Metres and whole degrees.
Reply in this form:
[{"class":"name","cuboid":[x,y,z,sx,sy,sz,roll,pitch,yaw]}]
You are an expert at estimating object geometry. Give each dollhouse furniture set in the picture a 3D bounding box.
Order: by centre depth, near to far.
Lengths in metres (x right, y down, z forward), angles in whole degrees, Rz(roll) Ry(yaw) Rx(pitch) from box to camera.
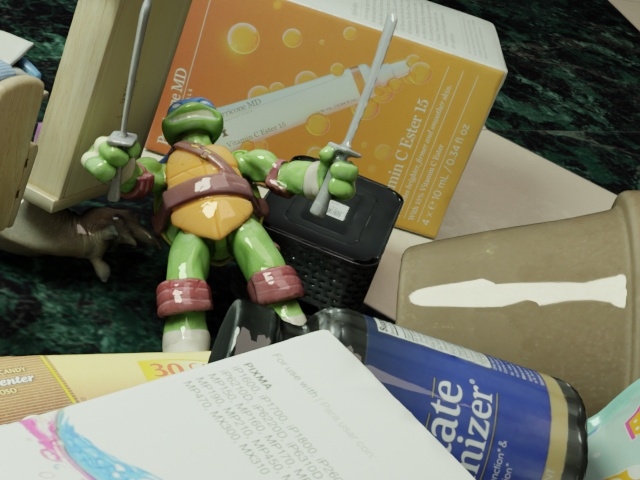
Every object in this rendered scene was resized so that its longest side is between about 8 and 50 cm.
[{"class":"dollhouse furniture set","cuboid":[-0.303,-0.176,0.892,0.303,0.198,0.286,26,21,13]}]

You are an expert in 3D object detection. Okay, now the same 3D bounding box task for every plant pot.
[{"class":"plant pot","cuboid":[0.175,0.085,0.884,0.229,0.263,0.263,4,27,6]}]

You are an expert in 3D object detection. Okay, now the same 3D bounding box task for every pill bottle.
[{"class":"pill bottle","cuboid":[0.038,0.112,0.665,0.219,0.123,0.123,18,28,-10]}]

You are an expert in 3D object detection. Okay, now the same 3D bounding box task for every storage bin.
[{"class":"storage bin","cuboid":[0.000,0.000,1.059,0.122,0.084,0.180,22,27,3]}]

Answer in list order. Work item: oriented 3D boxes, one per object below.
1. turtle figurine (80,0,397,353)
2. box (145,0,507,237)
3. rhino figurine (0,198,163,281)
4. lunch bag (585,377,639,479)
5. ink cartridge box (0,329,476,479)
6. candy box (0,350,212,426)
[{"class":"turtle figurine","cuboid":[-0.073,-0.031,0.853,0.197,0.274,0.266,10,60,-44]},{"class":"box","cuboid":[0.004,-0.176,1.232,0.345,0.215,0.168,17,28,-5]},{"class":"rhino figurine","cuboid":[-0.255,-0.025,0.949,0.243,0.073,0.106,17,24,-9]},{"class":"lunch bag","cuboid":[0.253,0.253,0.689,0.262,0.160,0.223,48,17,-23]},{"class":"ink cartridge box","cuboid":[-0.100,0.189,0.472,0.306,0.226,0.131,-13,41,-35]},{"class":"candy box","cuboid":[-0.152,0.158,0.671,0.316,0.088,0.183,1,34,-31]}]
